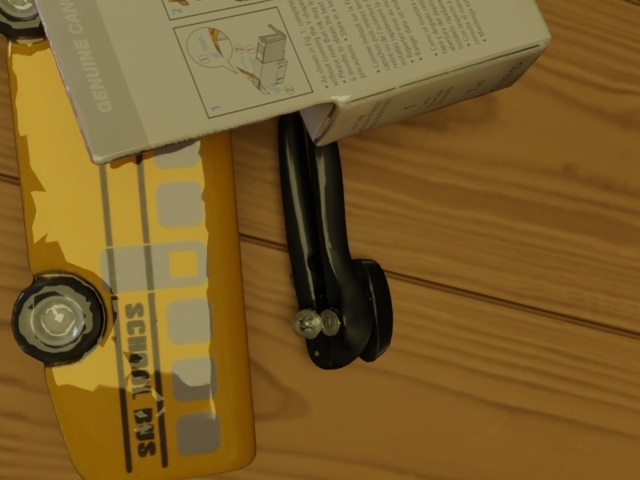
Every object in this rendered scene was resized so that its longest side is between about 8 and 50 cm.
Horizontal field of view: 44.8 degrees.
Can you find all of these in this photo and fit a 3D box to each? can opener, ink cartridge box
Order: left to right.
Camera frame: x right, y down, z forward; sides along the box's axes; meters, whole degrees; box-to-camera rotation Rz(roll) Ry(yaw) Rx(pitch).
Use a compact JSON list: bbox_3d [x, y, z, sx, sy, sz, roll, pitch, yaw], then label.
[{"bbox_3d":[-0.045,-0.196,0.443,0.261,0.066,0.296,-19,79,-17],"label":"ink cartridge box"},{"bbox_3d":[0.000,0.000,0.539,0.059,0.073,0.186,-12,95,28],"label":"can opener"}]

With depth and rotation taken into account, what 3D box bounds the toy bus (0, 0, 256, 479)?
[{"bbox_3d":[-0.120,-0.027,0.477,0.130,0.108,0.332,-5,95,-12],"label":"toy bus"}]
